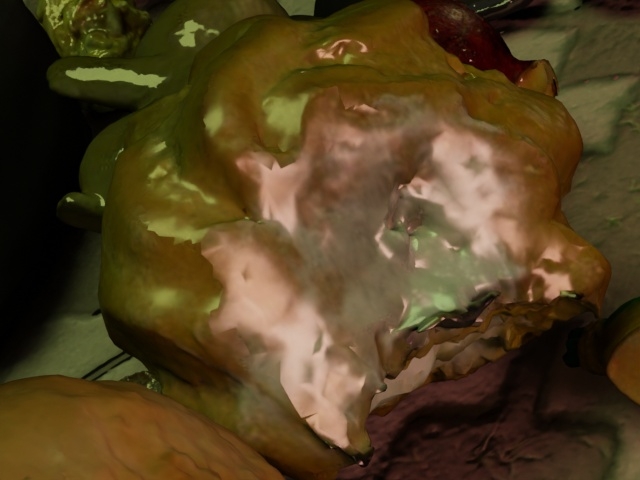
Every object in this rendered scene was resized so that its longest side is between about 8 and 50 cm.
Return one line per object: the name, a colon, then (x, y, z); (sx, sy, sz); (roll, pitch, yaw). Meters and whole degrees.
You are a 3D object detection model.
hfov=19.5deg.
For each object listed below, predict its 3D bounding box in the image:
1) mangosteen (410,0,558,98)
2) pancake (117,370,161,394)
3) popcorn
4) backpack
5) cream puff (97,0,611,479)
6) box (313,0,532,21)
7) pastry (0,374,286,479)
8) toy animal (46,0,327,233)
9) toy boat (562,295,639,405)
mangosteen: (0.085, -0.084, 1.321); (0.180, 0.166, 0.166); (31, 65, 16)
pancake: (-0.141, 0.155, 1.308); (0.151, 0.025, 0.152); (-18, 41, 16)
popcorn: (-0.191, -0.173, 1.633); (0.106, 0.116, 0.121); (-13, 41, -17)
backpack: (-0.426, -0.047, 1.550); (0.445, 0.255, 0.363); (-14, 35, 26)
cream puff: (-0.008, -0.002, 1.145); (0.323, 0.274, 0.270); (-26, 6, -27)
box: (0.093, -0.231, 1.561); (0.212, 0.042, 0.201); (-14, 41, 23)
pastry: (-0.154, 0.261, 0.929); (0.245, 0.409, 0.409); (14, 56, 35)
toy animal: (-0.090, -0.107, 1.428); (0.180, 0.181, 0.363); (-18, 45, 20)
toy boat: (0.243, 0.066, 1.112); (0.229, 0.089, 0.088); (-3, 9, 30)
